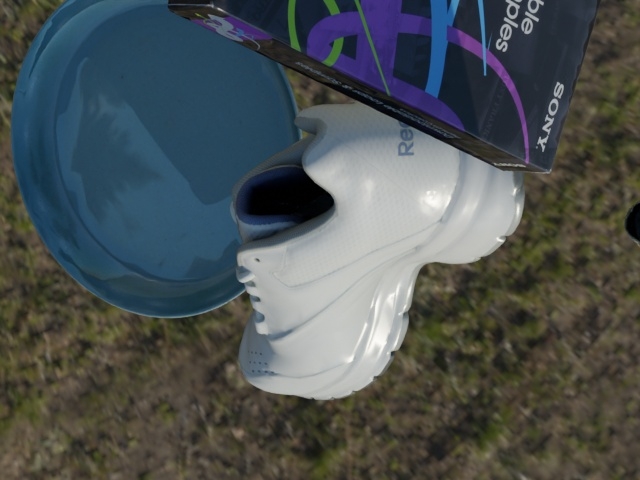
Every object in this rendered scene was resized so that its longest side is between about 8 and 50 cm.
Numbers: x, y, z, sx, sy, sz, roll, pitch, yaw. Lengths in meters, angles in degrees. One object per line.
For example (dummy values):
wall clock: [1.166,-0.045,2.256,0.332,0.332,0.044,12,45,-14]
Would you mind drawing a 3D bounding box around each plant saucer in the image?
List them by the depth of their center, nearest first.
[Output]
plant saucer: [-0.147,-0.087,1.355,0.044,0.318,0.317,-18,126,-61]

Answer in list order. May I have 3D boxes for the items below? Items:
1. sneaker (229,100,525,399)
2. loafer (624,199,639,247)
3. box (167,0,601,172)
sneaker: [0.000,0.000,0.833,0.129,0.111,0.297,3,147,-21]
loafer: [0.237,-0.009,0.839,0.050,0.148,0.056,-9,89,-44]
box: [0.035,-0.102,0.500,0.162,0.029,0.116,21,84,-39]
